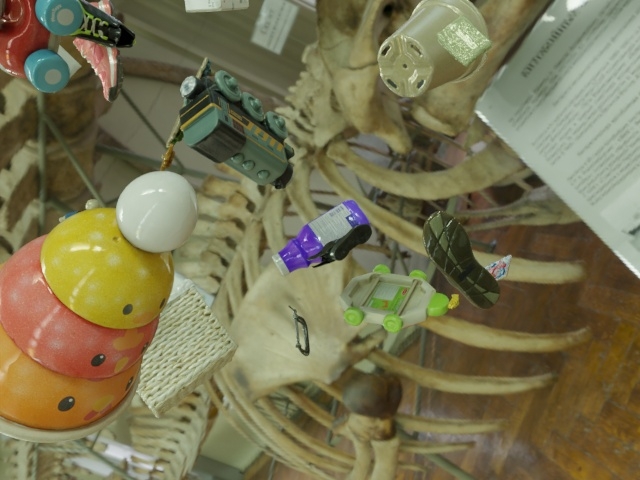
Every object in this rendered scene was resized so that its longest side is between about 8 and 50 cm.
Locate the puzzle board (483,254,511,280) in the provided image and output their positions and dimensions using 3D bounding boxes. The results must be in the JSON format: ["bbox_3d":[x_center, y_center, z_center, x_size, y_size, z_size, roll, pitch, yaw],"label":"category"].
[{"bbox_3d":[0.429,0.080,1.505,0.096,0.011,0.128,-30,8,31],"label":"puzzle board"}]

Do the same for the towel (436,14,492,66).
[{"bbox_3d":[0.422,-0.590,1.770,0.110,0.148,0.027,-39,-22,9],"label":"towel"}]

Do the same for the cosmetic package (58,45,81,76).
[{"bbox_3d":[-0.757,-0.510,1.566,0.099,0.239,0.060,-53,30,-18],"label":"cosmetic package"}]

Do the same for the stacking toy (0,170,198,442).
[{"bbox_3d":[-0.356,0.066,0.955,0.480,0.350,0.351,-45,19,29],"label":"stacking toy"}]

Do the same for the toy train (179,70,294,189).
[{"bbox_3d":[-0.181,-0.236,1.358,0.142,0.334,0.190,-28,56,24],"label":"toy train"}]

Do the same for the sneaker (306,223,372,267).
[{"bbox_3d":[0.051,0.013,1.545,0.170,0.051,0.089,-39,16,-29],"label":"sneaker"}]

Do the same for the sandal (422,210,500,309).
[{"bbox_3d":[0.272,0.041,1.181,0.090,0.219,0.060,-43,11,-5],"label":"sandal"}]

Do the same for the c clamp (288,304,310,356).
[{"bbox_3d":[-0.073,0.310,2.026,0.137,0.022,0.161,38,-141,-62],"label":"c clamp"}]

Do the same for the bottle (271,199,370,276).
[{"bbox_3d":[0.000,0.000,1.678,0.282,0.118,0.092,-32,-23,-7],"label":"bottle"}]

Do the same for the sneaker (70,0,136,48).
[{"bbox_3d":[-0.477,-0.466,1.289,0.234,0.097,0.084,-26,-47,-74],"label":"sneaker"}]

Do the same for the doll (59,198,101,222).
[{"bbox_3d":[-0.617,-0.023,1.514,0.189,0.129,0.046,-58,-26,0],"label":"doll"}]

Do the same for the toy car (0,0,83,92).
[{"bbox_3d":[-0.582,-0.394,1.040,0.238,0.219,0.210,-7,-49,-48],"label":"toy car"}]

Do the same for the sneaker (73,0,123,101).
[{"bbox_3d":[-0.713,-0.602,1.919,0.116,0.136,0.314,-130,37,-75],"label":"sneaker"}]

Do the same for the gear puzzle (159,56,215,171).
[{"bbox_3d":[-0.374,-0.340,1.677,0.175,0.044,0.339,-20,49,65],"label":"gear puzzle"}]

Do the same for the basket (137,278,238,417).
[{"bbox_3d":[-0.467,0.345,1.865,0.331,0.266,0.328,-36,-9,-22],"label":"basket"}]

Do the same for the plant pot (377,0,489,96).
[{"bbox_3d":[0.375,-0.665,2.127,0.305,0.334,0.334,-40,-8,-35],"label":"plant pot"}]

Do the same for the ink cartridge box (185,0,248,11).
[{"bbox_3d":[-0.312,-0.789,1.784,0.273,0.114,0.198,-64,-27,-66],"label":"ink cartridge box"}]

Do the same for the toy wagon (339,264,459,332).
[{"bbox_3d":[0.234,0.177,1.771,0.267,0.344,0.068,-48,-41,-52],"label":"toy wagon"}]
